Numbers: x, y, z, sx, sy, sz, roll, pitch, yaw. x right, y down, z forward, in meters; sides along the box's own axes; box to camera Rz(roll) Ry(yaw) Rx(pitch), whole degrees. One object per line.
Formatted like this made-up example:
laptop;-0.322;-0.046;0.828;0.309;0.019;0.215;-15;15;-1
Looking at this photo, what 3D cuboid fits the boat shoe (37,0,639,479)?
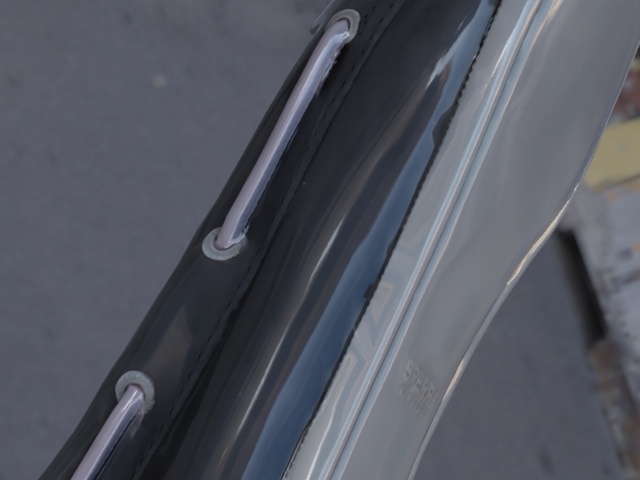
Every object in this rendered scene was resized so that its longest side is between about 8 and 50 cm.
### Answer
boat shoe;0.000;0.000;0.486;0.335;0.095;0.112;-64;157;-19
